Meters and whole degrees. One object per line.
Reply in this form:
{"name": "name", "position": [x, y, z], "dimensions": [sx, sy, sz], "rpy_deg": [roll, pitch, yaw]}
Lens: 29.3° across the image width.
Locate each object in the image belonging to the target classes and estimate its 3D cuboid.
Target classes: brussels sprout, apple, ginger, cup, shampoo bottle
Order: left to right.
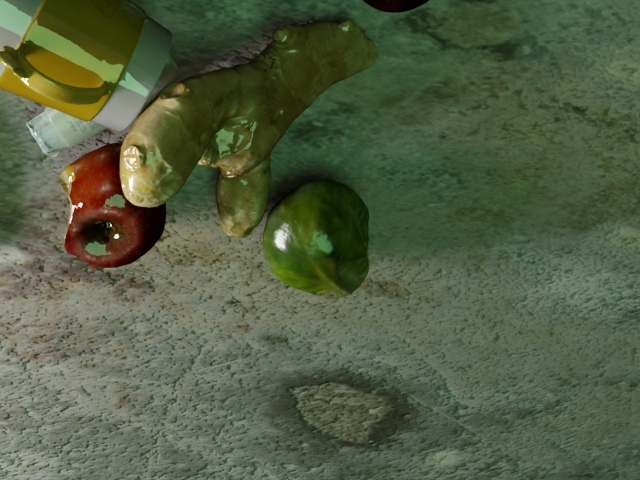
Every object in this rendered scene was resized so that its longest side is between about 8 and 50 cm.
{"name": "cup", "position": [-0.311, -0.230, 1.481], "dimensions": [0.226, 0.241, 0.185], "rpy_deg": [26, 118, -23]}
{"name": "shampoo bottle", "position": [-0.289, -0.191, 1.637], "dimensions": [0.212, 0.049, 0.072], "rpy_deg": [-30, 125, -2]}
{"name": "apple", "position": [-0.278, -0.056, 1.654], "dimensions": [0.147, 0.158, 0.156], "rpy_deg": [-26, 125, 14]}
{"name": "ginger", "position": [-0.100, -0.178, 1.618], "dimensions": [0.348, 0.122, 0.363], "rpy_deg": [-59, 149, 4]}
{"name": "brussels sprout", "position": [-0.004, 0.000, 1.792], "dimensions": [0.161, 0.143, 0.181], "rpy_deg": [-44, 122, -37]}

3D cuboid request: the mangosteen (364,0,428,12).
{"name": "mangosteen", "position": [0.093, -0.378, 1.618], "dimensions": [0.152, 0.152, 0.153], "rpy_deg": [-8, 121, -14]}
